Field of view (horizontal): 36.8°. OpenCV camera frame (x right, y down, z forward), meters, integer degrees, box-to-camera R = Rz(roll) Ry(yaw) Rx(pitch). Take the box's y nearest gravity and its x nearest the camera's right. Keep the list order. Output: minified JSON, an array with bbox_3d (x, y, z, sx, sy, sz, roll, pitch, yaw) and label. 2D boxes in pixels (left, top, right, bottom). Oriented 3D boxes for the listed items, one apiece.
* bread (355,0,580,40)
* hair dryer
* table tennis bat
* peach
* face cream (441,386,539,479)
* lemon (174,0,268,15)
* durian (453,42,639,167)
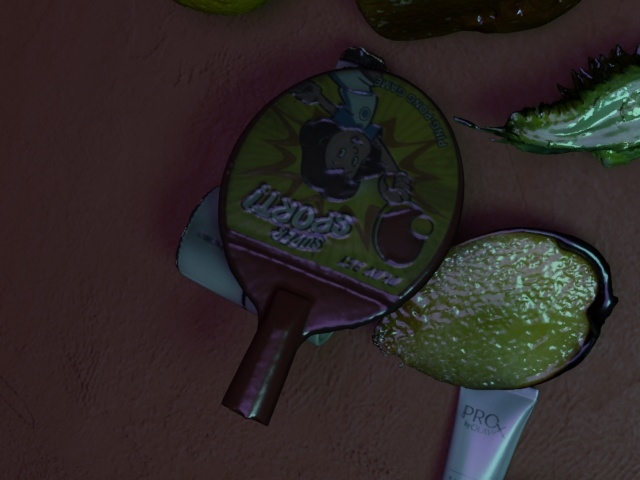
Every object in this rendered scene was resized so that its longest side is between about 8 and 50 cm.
[{"bbox_3d":[0.158,-0.292,1.045,0.234,0.184,0.111,-6,84,17],"label":"bread"},{"bbox_3d":[-0.007,-0.079,1.145,0.203,0.128,0.362,26,91,14],"label":"hair dryer"},{"bbox_3d":[0.000,0.000,1.055,0.268,0.051,0.415,22,80,12],"label":"table tennis bat"},{"bbox_3d":[0.197,0.079,1.109,0.279,0.068,0.189,-11,97,14],"label":"peach"},{"bbox_3d":[0.179,0.278,1.131,0.092,0.058,0.244,16,91,19],"label":"face cream"},{"bbox_3d":[-0.124,-0.352,1.129,0.193,0.180,0.180,45,103,1],"label":"lemon"},{"bbox_3d":[0.335,-0.151,1.037,0.375,0.106,0.132,-14,91,15],"label":"durian"}]
